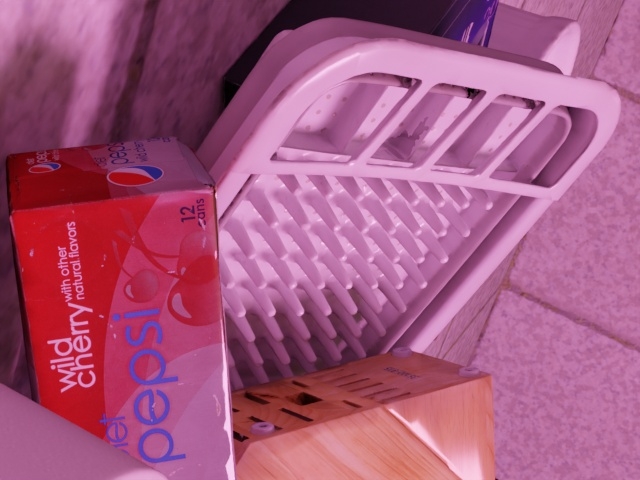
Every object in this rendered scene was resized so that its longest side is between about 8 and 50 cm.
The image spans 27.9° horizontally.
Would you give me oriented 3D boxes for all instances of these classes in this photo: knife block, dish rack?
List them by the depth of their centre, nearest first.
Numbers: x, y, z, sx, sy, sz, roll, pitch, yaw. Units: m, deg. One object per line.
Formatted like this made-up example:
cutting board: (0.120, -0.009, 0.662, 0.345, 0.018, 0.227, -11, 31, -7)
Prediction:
dish rack: (0.000, 0.000, 0.782, 0.285, 0.072, 0.333, 1, 134, -46)
knife block: (0.036, 0.202, 0.827, 0.276, 0.088, 0.242, -10, 103, -36)

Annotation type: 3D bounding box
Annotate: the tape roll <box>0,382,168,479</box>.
tape roll: (-0.186, 0.152, 0.458, 0.246, 0.169, 0.246, -58, 165, -25)

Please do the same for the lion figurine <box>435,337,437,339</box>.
lion figurine: (0.006, 0.197, 1.304, 0.240, 0.142, 0.392, 13, 96, -81)

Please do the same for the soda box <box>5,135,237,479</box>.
soda box: (-0.092, 0.087, 0.629, 0.083, 0.092, 0.263, -124, -151, -65)

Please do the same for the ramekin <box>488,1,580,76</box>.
ramekin: (0.123, -0.100, 1.205, 0.277, 0.135, 0.277, -57, 164, -27)

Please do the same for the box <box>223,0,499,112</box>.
box: (0.035, -0.114, 0.938, 0.261, 0.103, 0.184, -54, 160, -34)
